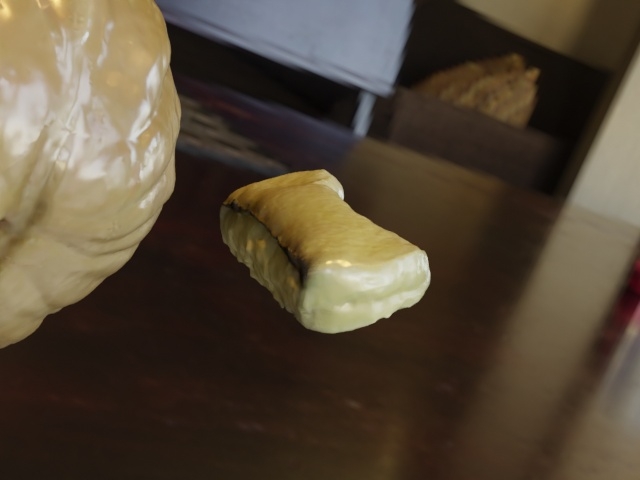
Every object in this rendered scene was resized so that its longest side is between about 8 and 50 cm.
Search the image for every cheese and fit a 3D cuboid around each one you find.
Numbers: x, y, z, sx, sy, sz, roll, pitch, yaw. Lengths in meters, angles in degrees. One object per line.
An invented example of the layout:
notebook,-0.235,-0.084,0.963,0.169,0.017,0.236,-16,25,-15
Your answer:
cheese,0.000,0.000,0.474,0.044,0.030,0.083,-9,22,-19

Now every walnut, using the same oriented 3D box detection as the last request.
walnut,-0.177,-0.072,0.715,0.225,0.225,0.261,15,22,-35
